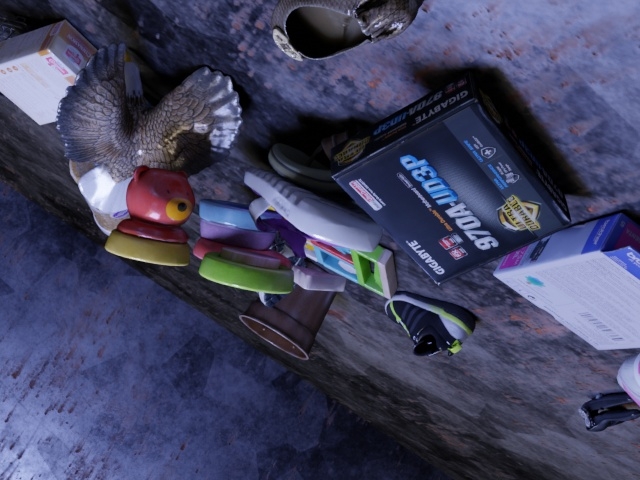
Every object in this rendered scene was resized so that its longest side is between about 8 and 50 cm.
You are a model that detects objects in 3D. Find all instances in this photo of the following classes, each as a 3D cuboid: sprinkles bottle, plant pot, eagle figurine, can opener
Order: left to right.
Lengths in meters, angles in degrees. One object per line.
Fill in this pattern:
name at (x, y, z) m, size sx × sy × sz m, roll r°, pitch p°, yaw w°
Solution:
sprinkles bottle at (-0.457, -0.108, 2.090) m, size 0.121 × 0.121 × 0.355 m, roll 30°, pitch 164°, yaw 6°
eagle figurine at (-0.272, -0.174, 1.411) m, size 0.225 × 0.226 × 0.298 m, roll 56°, pitch 162°, yaw -15°
plant pot at (-0.054, 0.132, 1.968) m, size 0.167 × 0.165 × 0.167 m, roll 30°, pitch 165°, yaw 9°
can opener at (0.491, 0.284, 1.618) m, size 0.186 × 0.073 × 0.059 m, roll 104°, pitch 146°, yaw -71°

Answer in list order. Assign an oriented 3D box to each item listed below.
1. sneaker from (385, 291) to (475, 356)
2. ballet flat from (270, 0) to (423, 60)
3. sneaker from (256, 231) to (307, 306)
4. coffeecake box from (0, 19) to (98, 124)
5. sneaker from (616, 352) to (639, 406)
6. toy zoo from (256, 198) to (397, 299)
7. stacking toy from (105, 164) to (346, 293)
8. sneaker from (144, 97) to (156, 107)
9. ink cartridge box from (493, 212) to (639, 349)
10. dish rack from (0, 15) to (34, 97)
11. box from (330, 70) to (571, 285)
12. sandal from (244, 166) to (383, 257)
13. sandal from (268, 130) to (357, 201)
sneaker at (0.178, 0.156, 1.723) m, size 0.084 × 0.097 × 0.234 m, roll 40°, pitch 163°, yaw -25°
ballet flat at (0.011, -0.216, 0.969) m, size 0.084 × 0.058 × 0.250 m, roll 41°, pitch 162°, yaw -27°
sneaker at (-0.112, 0.020, 1.793) m, size 0.122 × 0.110 × 0.283 m, roll 43°, pitch 166°, yaw 28°
coffeecake box at (-0.435, -0.268, 1.555) m, size 0.185 × 0.068 × 0.142 m, roll -5°, pitch 144°, yaw 37°
sneaker at (0.512, 0.225, 1.311) m, size 0.252 × 0.103 × 0.111 m, roll 41°, pitch 168°, yaw -8°
toy zoo at (0.000, 0.000, 1.710) m, size 0.293 × 0.030 × 0.192 m, roll 27°, pitch 165°, yaw 16°
stacking toy at (-0.119, -0.019, 1.395) m, size 0.279 × 0.130 × 0.309 m, roll 15°, pitch -174°, yaw 32°
sneaker at (-0.297, -0.182, 1.659) m, size 0.083 × 0.071 × 0.190 m, roll 29°, pitch 166°, yaw -10°
ink cartridge box at (0.355, 0.055, 1.137) m, size 0.185 × 0.065 × 0.311 m, roll 34°, pitch 167°, yaw -9°
dish rack at (-0.542, -0.321, 1.688) m, size 0.271 × 0.074 × 0.208 m, roll 21°, pitch 162°, yaw 35°
box at (0.143, -0.059, 1.036) m, size 0.175 × 0.051 × 0.220 m, roll -27°, pitch 131°, yaw 25°
sandal at (-0.031, -0.029, 1.332) m, size 0.169 × 0.102 × 0.416 m, roll 20°, pitch -175°, yaw -11°
sandal at (0.055, -0.092, 1.220) m, size 0.120 × 0.086 × 0.302 m, roll 15°, pitch -179°, yaw -43°
